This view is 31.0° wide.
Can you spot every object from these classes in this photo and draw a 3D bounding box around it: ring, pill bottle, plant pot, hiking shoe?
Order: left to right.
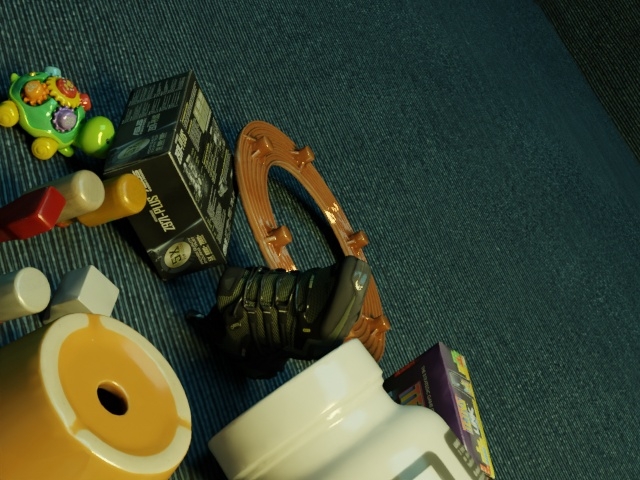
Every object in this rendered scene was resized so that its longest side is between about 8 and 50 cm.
[{"bbox_3d":[-0.199,0.153,0.813,0.205,0.188,0.205,37,29,-24],"label":"plant pot"},{"bbox_3d":[-0.046,0.067,1.141,0.114,0.227,0.086,34,47,-20],"label":"hiking shoe"},{"bbox_3d":[0.000,0.000,1.413,0.337,0.032,0.337,53,20,-28],"label":"ring"},{"bbox_3d":[0.072,0.282,1.043,0.363,0.210,0.210,54,26,8],"label":"pill bottle"}]

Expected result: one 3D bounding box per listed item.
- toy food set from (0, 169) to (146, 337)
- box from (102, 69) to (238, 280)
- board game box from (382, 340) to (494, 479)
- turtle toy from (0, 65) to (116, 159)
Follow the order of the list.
[{"bbox_3d":[-0.254,0.020,1.046,0.111,0.104,0.232,48,41,-36],"label":"toy food set"},{"bbox_3d":[-0.154,-0.072,1.243,0.180,0.077,0.147,-87,157,-54],"label":"box"},{"bbox_3d":[0.107,0.217,1.261,0.048,0.141,0.170,32,30,-32],"label":"board game box"},{"bbox_3d":[-0.272,-0.131,1.209,0.130,0.066,0.095,43,27,-14],"label":"turtle toy"}]
